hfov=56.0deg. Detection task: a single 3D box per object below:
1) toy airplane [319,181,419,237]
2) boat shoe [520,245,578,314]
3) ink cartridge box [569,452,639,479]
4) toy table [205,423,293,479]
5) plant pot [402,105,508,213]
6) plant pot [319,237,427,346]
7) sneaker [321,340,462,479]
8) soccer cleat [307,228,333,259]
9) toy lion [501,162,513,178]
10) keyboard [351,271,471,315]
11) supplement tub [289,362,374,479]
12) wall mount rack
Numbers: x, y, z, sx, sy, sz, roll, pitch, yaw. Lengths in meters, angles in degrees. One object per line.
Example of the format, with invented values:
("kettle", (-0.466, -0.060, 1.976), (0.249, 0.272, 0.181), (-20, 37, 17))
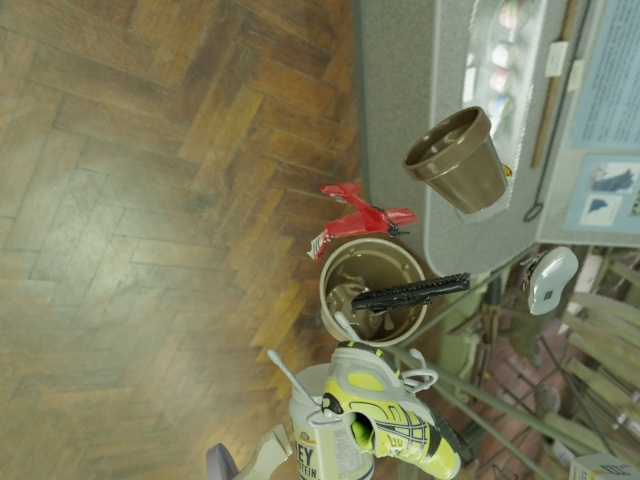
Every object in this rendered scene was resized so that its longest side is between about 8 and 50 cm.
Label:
("toy airplane", (0.058, -0.042, 0.785), (0.151, 0.151, 0.028), (-13, 125, -38))
("boat shoe", (0.589, 0.084, 1.579), (0.113, 0.105, 0.306), (-19, 147, 4))
("ink cartridge box", (0.722, 0.628, 1.486), (0.127, 0.176, 0.128), (0, 98, -21))
("toy table", (-0.116, 0.492, 1.201), (0.160, 0.274, 0.252), (-26, 134, -4))
("plant pot", (0.395, -0.201, 1.667), (0.263, 0.263, 0.229), (-42, 106, -6))
("plant pot", (0.136, 0.200, 1.929), (0.333, 0.334, 0.305), (-32, 168, -19))
("sneaker", (0.128, 0.358, 1.153), (0.385, 0.145, 0.147), (47, 56, -22))
("soccer cleat", (0.000, 0.000, 1.233), (0.029, 0.035, 0.083), (2, 115, -59))
("toy lion", (0.629, -0.256, 2.125), (0.096, 0.100, 0.034), (-4, 141, -29))
("keyboard", (0.230, 0.138, 1.563), (0.317, 0.033, 0.201), (-14, -170, 18))
("supplement tub", (0.032, 0.557, 1.794), (0.235, 0.235, 0.325), (-18, 109, -34))
("wall mount rack", (0.067, 0.293, 1.326), (0.350, 0.131, 0.304), (-33, 138, 30))
